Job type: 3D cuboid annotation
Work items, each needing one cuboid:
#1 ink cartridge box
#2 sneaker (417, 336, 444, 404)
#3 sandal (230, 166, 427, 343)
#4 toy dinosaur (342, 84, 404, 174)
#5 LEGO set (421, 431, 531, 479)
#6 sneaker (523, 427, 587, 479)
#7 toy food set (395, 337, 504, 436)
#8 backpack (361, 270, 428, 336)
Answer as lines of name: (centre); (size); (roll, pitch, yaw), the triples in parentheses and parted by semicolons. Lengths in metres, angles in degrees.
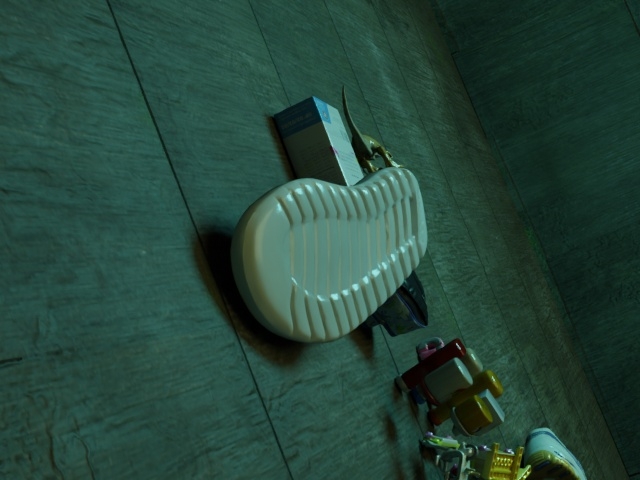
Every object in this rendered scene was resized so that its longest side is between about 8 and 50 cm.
ink cartridge box: (0.012, -0.084, 1.546); (0.181, 0.062, 0.104); (69, 16, 11)
sneaker: (0.170, 0.195, 1.713); (0.119, 0.047, 0.057); (-94, 167, -48)
sandal: (0.002, 0.015, 1.311); (0.416, 0.102, 0.169); (-15, 96, -61)
toy dinosaur: (0.066, -0.142, 1.844); (0.112, 0.064, 0.211); (52, 1, 19)
LEGO set: (0.201, 0.326, 1.582); (0.132, 0.107, 0.287); (-64, 144, -24)
sneaker: (0.450, 0.455, 2.131); (0.296, 0.112, 0.131); (61, 16, -21)
toy food set: (0.160, 0.201, 1.540); (0.111, 0.104, 0.232); (56, 12, 0)
backpack: (0.082, 0.063, 1.520); (0.114, 0.084, 0.105); (52, 25, -33)
